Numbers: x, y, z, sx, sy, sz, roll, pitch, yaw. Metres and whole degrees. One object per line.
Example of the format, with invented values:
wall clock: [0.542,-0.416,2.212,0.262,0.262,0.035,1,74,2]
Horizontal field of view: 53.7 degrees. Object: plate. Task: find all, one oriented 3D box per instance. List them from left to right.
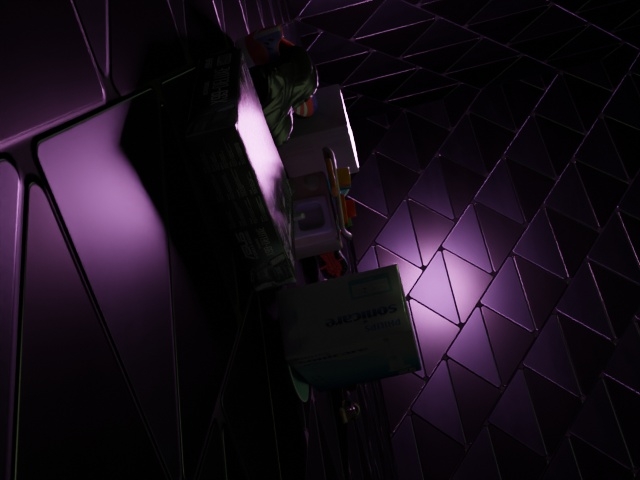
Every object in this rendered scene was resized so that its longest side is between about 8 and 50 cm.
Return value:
plate: [-0.055,0.202,1.153,0.188,0.024,0.188,-12,90,-84]

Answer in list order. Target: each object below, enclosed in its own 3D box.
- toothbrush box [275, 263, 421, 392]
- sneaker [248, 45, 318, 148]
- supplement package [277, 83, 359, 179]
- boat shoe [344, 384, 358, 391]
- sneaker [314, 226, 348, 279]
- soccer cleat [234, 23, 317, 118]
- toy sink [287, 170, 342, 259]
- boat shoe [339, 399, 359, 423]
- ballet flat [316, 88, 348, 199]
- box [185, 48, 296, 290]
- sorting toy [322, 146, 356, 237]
toothbrush box: [0.061,0.172,1.156,0.295,0.216,0.126,62,16,-64]
sneaker: [-0.089,-0.305,1.244,0.130,0.109,0.286,59,37,-42]
supplement package: [-0.015,-0.277,1.689,0.203,0.194,0.149,67,12,-59]
boat shoe: [0.053,0.338,1.679,0.060,0.064,0.178,-80,150,-62]
sneaker: [0.000,0.000,1.839,0.261,0.104,0.125,76,-12,-47]
soccer cleat: [-0.068,-0.380,1.454,0.318,0.116,0.108,31,41,-58]
toy sink: [-0.032,-0.056,1.383,0.234,0.131,0.152,47,30,-77]
boat shoe: [0.083,0.464,1.714,0.152,0.049,0.056,15,62,-83]
ballet flat: [-0.020,-0.318,2.086,0.139,0.139,0.400,-56,126,-81]
box: [-0.115,-0.110,1.011,0.242,0.077,0.307,-95,170,-48]
sorting toy: [0.049,-0.100,1.382,0.348,0.047,0.195,39,38,-87]
